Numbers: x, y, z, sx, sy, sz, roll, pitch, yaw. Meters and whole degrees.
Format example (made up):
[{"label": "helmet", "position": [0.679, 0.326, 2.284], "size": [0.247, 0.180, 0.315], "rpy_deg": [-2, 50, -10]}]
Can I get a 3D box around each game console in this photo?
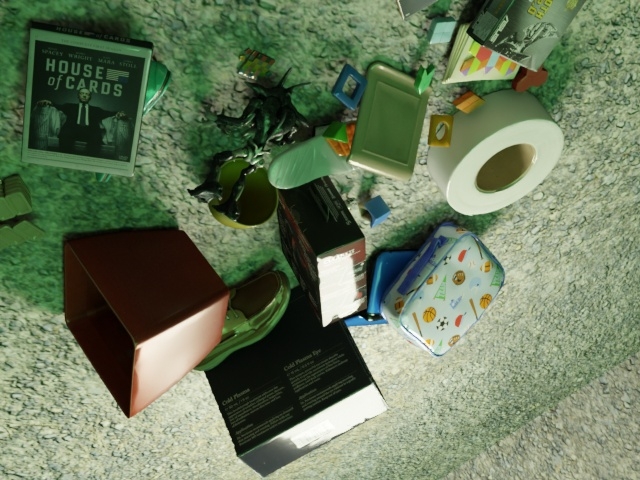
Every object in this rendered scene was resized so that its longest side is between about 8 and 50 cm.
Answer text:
[{"label": "game console", "position": [0.191, 0.122, 2.426], "size": [0.293, 0.173, 0.250], "rpy_deg": [-1, 107, -36]}]

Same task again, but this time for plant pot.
[{"label": "plant pot", "position": [-0.328, 0.132, 1.875], "size": [0.235, 0.267, 0.267], "rpy_deg": [-23, 149, -31]}, {"label": "plant pot", "position": [-0.161, -0.078, 1.828], "size": [0.134, 0.134, 0.095], "rpy_deg": [-3, 166, -33]}]

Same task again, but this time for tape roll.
[{"label": "tape roll", "position": [0.373, -0.185, 2.074], "size": [0.286, 0.100, 0.286], "rpy_deg": [-20, 146, -14]}]

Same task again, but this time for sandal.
[{"label": "sandal", "position": [-0.004, -0.174, 1.836], "size": [0.265, 0.076, 0.102], "rpy_deg": [-20, 124, -32]}]

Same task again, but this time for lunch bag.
[{"label": "lunch bag", "position": [0.291, 0.110, 2.311], "size": [0.303, 0.115, 0.243], "rpy_deg": [-52, 126, -6]}]

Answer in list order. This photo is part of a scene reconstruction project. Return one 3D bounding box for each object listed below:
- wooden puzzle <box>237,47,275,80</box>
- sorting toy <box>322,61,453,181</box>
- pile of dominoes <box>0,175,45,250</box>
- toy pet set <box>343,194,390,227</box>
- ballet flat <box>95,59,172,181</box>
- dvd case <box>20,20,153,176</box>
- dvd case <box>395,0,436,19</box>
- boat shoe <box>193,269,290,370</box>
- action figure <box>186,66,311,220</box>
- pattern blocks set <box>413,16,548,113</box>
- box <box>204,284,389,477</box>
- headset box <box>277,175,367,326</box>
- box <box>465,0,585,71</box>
[{"label": "wooden puzzle", "position": [-0.110, -0.298, 1.656], "size": [0.083, 0.006, 0.049], "rpy_deg": [15, 128, -46]}, {"label": "sorting toy", "position": [0.126, -0.223, 1.845], "size": [0.347, 0.047, 0.196], "rpy_deg": [14, 92, -45]}, {"label": "pile of dominoes", "position": [-0.615, -0.038, 1.638], "size": [0.251, 0.040, 0.196], "rpy_deg": [-17, 147, -3]}, {"label": "toy pet set", "position": [0.089, -0.038, 2.061], "size": [0.114, 0.065, 0.122], "rpy_deg": [-30, 121, -24]}, {"label": "ballet flat", "position": [-0.334, -0.203, 1.575], "size": [0.087, 0.083, 0.247], "rpy_deg": [25, 123, -22]}, {"label": "dvd case", "position": [-0.362, -0.211, 1.491], "size": [0.179, 0.030, 0.239], "rpy_deg": [7, 129, -13]}, {"label": "dvd case", "position": [0.184, -0.482, 1.611], "size": [0.164, 0.018, 0.221], "rpy_deg": [-29, 147, 1]}, {"label": "boat shoe", "position": [-0.203, 0.175, 2.131], "size": [0.324, 0.123, 0.116], "rpy_deg": [-41, 143, 16]}, {"label": "action figure", "position": [-0.130, -0.181, 1.691], "size": [0.164, 0.141, 0.276], "rpy_deg": [32, 88, -44]}, {"label": "pattern blocks set", "position": [0.328, -0.361, 1.850], "size": [0.324, 0.026, 0.285], "rpy_deg": [-18, 142, -20]}, {"label": "box", "position": [-0.070, 0.314, 2.235], "size": [0.343, 0.313, 0.179], "rpy_deg": [-28, 147, 1]}, {"label": "headset box", "position": [0.000, 0.000, 1.947], "size": [0.110, 0.218, 0.293], "rpy_deg": [-22, 146, -12]}, {"label": "box", "position": [0.393, -0.436, 1.752], "size": [0.183, 0.056, 0.231], "rpy_deg": [13, 118, -44]}]
